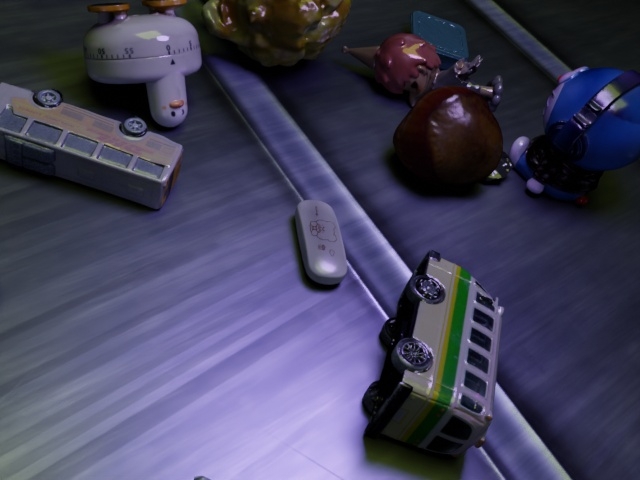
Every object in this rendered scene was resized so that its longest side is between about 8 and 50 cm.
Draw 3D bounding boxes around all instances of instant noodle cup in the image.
[{"bbox_3d":[0.302,-0.516,2.010,0.157,0.070,0.179,15,43,-9],"label":"instant noodle cup"}]

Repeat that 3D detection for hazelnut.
[{"bbox_3d":[0.271,-0.216,1.616,0.229,0.229,0.229,11,44,-11],"label":"hazelnut"}]

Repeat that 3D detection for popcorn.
[{"bbox_3d":[-0.090,-0.534,1.729,0.279,0.335,0.274,42,48,-35],"label":"popcorn"}]

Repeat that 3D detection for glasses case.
[{"bbox_3d":[0.000,0.000,1.386,0.074,0.049,0.193,5,46,-18],"label":"glasses case"}]

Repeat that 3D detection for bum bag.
[{"bbox_3d":[0.362,-0.205,1.739,0.087,0.049,0.197,-24,56,-9],"label":"bum bag"}]

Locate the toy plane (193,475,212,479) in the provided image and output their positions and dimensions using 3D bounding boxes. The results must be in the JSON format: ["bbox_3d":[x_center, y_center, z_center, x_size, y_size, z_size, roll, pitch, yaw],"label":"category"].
[{"bbox_3d":[-0.098,0.364,0.970,0.171,0.065,0.162,-8,50,-31],"label":"toy plane"}]

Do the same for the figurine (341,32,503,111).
[{"bbox_3d":[0.237,-0.393,1.811,0.387,0.166,0.207,14,9,-5],"label":"figurine"}]

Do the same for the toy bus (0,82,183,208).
[{"bbox_3d":[-0.421,-0.166,1.361,0.342,0.097,0.138,18,50,-6],"label":"toy bus"}]

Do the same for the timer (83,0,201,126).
[{"bbox_3d":[-0.351,-0.355,1.536,0.233,0.240,0.233,-3,21,1],"label":"timer"}]

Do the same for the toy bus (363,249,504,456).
[{"bbox_3d":[0.191,0.177,1.216,0.179,0.143,0.305,23,42,-2],"label":"toy bus"}]

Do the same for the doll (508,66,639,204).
[{"bbox_3d":[0.582,-0.236,1.662,0.284,0.310,0.240,-25,61,-38],"label":"doll"}]
